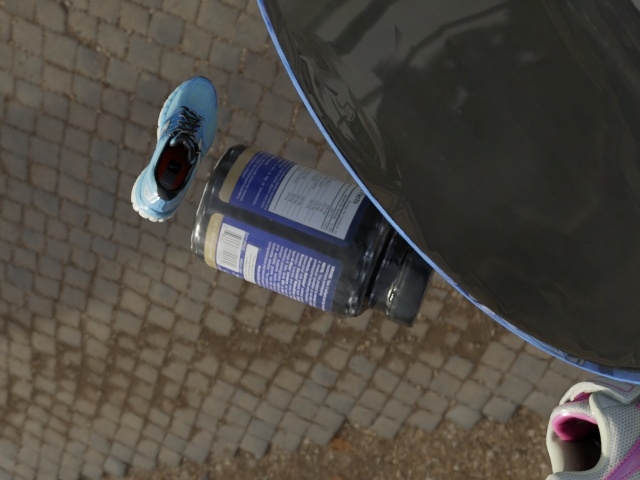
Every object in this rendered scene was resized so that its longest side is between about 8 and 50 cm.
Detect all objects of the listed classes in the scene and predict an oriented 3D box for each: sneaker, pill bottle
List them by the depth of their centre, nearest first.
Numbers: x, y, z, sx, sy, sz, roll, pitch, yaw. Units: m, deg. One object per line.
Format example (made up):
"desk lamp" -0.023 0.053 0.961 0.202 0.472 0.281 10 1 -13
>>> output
"sneaker" 0.231 0.131 0.654 0.111 0.252 0.103 37 142 4
"pill bottle" 0.000 0.000 0.847 0.219 0.123 0.123 21 129 8
"sneaker" -0.136 -0.098 0.920 0.063 0.162 0.073 23 159 -20

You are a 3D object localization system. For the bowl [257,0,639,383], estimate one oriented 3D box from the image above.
"bowl" 0.094 -0.085 0.476 0.391 0.077 0.391 46 163 19
